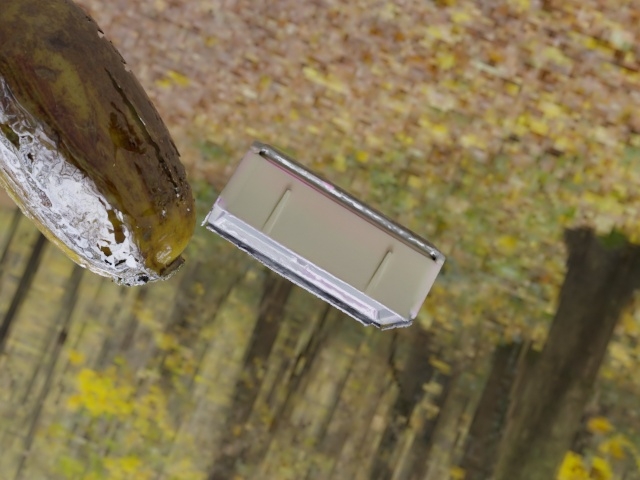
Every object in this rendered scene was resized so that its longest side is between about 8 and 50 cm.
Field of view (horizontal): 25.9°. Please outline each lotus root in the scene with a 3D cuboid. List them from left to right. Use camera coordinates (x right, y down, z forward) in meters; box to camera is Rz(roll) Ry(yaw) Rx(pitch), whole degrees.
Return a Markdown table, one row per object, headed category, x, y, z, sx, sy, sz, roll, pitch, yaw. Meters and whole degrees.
| category | x | y | z | sx | sy | sz | roll | pitch | yaw |
| --- | --- | --- | --- | --- | --- | --- | --- | --- | --- |
| lotus root | -0.278 | -0.120 | 1.472 | 0.196 | 0.179 | 0.397 | -21 | 104 | 55 |

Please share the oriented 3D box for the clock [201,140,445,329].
| category | x | y | z | sx | sy | sz | roll | pitch | yaw |
| --- | --- | --- | --- | --- | --- | --- | --- | --- | --- |
| clock | 0.000 | 0.000 | 1.203 | 0.192 | 0.071 | 0.147 | 31 | 170 | -5 |
